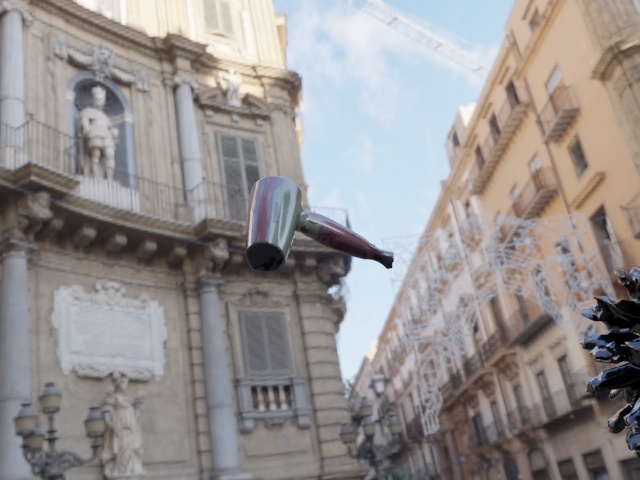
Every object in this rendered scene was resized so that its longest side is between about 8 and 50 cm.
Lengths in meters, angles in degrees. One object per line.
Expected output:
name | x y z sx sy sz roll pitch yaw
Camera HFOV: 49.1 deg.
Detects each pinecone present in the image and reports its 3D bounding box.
pinecone | 0.220 0.075 0.413 0.140 0.121 0.140 8 1 0

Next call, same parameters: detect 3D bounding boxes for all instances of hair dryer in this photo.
hair dryer | 0.003 -0.004 0.689 0.154 0.106 0.054 14 -52 -12
